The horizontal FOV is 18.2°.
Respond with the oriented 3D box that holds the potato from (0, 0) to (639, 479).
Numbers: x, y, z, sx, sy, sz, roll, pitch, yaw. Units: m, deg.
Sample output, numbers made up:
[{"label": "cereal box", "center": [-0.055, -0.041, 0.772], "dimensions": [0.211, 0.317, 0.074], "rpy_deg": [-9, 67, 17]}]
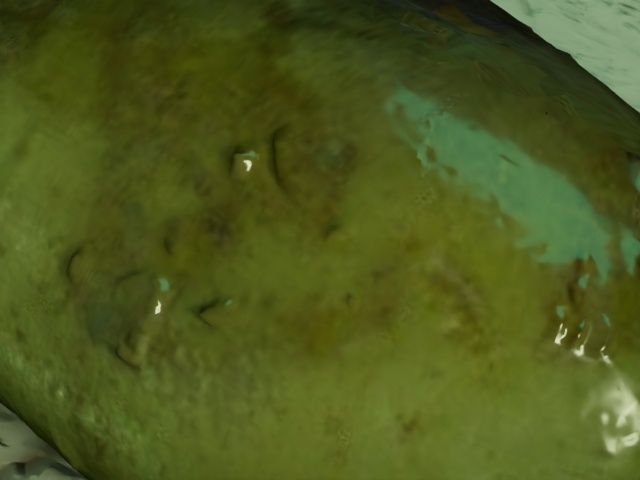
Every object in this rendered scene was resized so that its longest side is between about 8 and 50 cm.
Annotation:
[{"label": "potato", "center": [0.000, 0.000, 0.604], "dimensions": [0.307, 0.173, 0.210], "rpy_deg": [35, 26, 32]}]
